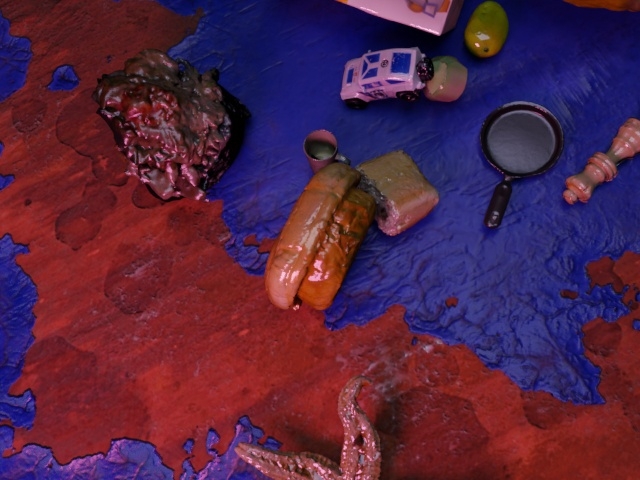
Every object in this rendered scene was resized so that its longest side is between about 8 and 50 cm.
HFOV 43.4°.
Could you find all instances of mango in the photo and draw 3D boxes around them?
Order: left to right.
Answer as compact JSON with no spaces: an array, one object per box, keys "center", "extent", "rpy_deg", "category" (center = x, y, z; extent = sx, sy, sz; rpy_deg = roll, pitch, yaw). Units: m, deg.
[{"center":[0.283,-0.361,1.371],"extent":[0.073,0.056,0.108],"rpy_deg":[11,72,3],"category":"mango"}]

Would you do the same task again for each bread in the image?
[{"center":[0.000,-0.001,1.216],"extent":[0.120,0.198,0.236],"rpy_deg":[25,75,5],"category":"bread"},{"center":[0.120,-0.074,1.286],"extent":[0.106,0.082,0.125],"rpy_deg":[-21,61,-29],"category":"bread"}]

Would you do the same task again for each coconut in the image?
[{"center":[0.205,-0.270,1.341],"extent":[0.081,0.083,0.082],"rpy_deg":[-4,54,-36],"category":"coconut"}]

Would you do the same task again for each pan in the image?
[{"center":[0.311,-0.121,1.311],"extent":[0.136,0.028,0.235],"rpy_deg":[20,73,11],"category":"pan"}]

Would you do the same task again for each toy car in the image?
[{"center":[0.107,-0.272,1.326],"extent":[0.171,0.070,0.080],"rpy_deg":[-2,71,36],"category":"toy car"}]

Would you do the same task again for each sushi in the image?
[{"center":[-0.238,-0.189,1.285],"extent":[0.238,0.219,0.225],"rpy_deg":[32,83,14],"category":"sushi"}]

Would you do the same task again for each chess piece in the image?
[{"center":[0.455,-0.121,1.287],"extent":[0.172,0.060,0.060],"rpy_deg":[-43,74,-5],"category":"chess piece"}]

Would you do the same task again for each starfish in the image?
[{"center":[0.038,0.382,1.152],"extent":[0.327,0.094,0.375],"rpy_deg":[-2,80,15],"category":"starfish"}]

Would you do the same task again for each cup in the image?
[{"center":[0.013,-0.140,1.316],"extent":[0.075,0.083,0.054],"rpy_deg":[-2,73,5],"category":"cup"}]

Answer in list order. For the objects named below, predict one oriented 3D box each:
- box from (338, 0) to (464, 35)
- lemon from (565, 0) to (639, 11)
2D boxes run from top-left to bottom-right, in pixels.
[{"center":[0.090,-0.503,1.336],"extent":[0.341,0.143,0.225],"rpy_deg":[23,115,12],"category":"box"},{"center":[0.463,-0.538,1.264],"extent":[0.350,0.350,0.387],"rpy_deg":[-7,80,3],"category":"lemon"}]
